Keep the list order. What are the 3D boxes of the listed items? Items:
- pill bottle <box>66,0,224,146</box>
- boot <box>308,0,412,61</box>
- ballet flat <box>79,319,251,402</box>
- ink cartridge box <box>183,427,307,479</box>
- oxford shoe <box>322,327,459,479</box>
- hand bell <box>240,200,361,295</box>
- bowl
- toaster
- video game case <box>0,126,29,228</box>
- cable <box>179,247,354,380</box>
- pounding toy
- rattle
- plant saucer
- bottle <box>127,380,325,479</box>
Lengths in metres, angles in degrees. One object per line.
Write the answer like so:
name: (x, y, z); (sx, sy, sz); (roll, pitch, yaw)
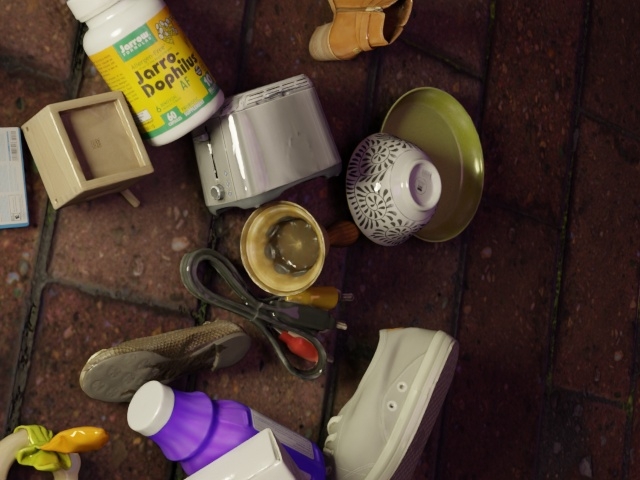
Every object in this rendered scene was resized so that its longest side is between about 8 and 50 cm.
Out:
pill bottle: (-0.220, -0.231, 1.603); (0.117, 0.117, 0.208); (-45, 112, -35)
boot: (0.072, -0.345, 1.857); (0.073, 0.152, 0.197); (30, 68, -37)
ballet flat: (-0.201, 0.145, 1.647); (0.249, 0.058, 0.084); (-13, 132, -37)
ink cartridge box: (-0.068, 0.378, 1.597); (0.172, 0.100, 0.237); (-32, 111, 1)
oxford shoe: (0.059, 0.314, 1.821); (0.169, 0.130, 0.449); (76, 37, -62)
hand bell: (0.000, 0.000, 1.800); (0.242, 0.126, 0.126); (-12, 95, -64)
bowl: (0.124, -0.078, 1.885); (0.170, 0.080, 0.170); (3, 85, -43)
toaster: (-0.070, -0.133, 1.731); (0.227, 0.129, 0.147); (-23, 100, -39)
video game case: (-0.417, -0.069, 1.485); (0.166, 0.015, 0.119); (-6, 92, -43)
cable: (-0.080, 0.103, 1.772); (0.287, 0.072, 0.140); (19, 83, -27)
pounding toy: (-0.275, -0.100, 1.576); (0.141, 0.100, 0.130); (-20, 86, -44)
rattle: (-0.321, 0.312, 1.469); (0.200, 0.142, 0.130); (-64, 144, -32)
plant saucer: (0.163, -0.117, 2.003); (0.241, 0.037, 0.241); (3, 85, -43)
bottle: (-0.122, 0.265, 1.663); (0.283, 0.118, 0.092); (33, 30, -35)
